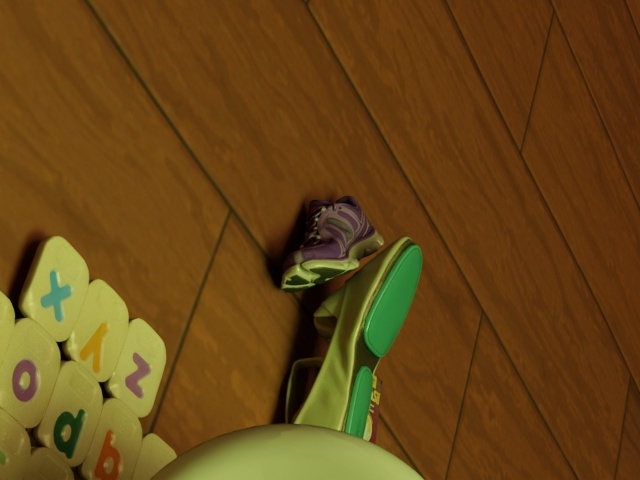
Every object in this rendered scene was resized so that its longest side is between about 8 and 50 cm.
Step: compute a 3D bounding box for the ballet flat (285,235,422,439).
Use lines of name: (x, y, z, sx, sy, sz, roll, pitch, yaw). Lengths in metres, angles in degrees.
ballet flat: (0.019, 0.101, 1.461, 0.086, 0.086, 0.248, 50, 53, -48)

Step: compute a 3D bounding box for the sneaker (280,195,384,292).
sneaker: (0.000, 0.000, 1.489, 0.071, 0.068, 0.170, 65, 22, -6)

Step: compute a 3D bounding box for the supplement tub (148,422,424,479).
supplement tub: (-0.018, 0.273, 1.113, 0.331, 0.241, 0.241, 88, 8, -70)

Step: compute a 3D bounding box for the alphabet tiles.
alphabet tiles: (-0.190, 0.151, 1.134, 0.284, 0.021, 0.278, 52, 42, -46)

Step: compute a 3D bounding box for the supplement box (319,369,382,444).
supplement box: (0.025, 0.163, 1.512, 0.055, 0.043, 0.083, 37, 53, -53)
